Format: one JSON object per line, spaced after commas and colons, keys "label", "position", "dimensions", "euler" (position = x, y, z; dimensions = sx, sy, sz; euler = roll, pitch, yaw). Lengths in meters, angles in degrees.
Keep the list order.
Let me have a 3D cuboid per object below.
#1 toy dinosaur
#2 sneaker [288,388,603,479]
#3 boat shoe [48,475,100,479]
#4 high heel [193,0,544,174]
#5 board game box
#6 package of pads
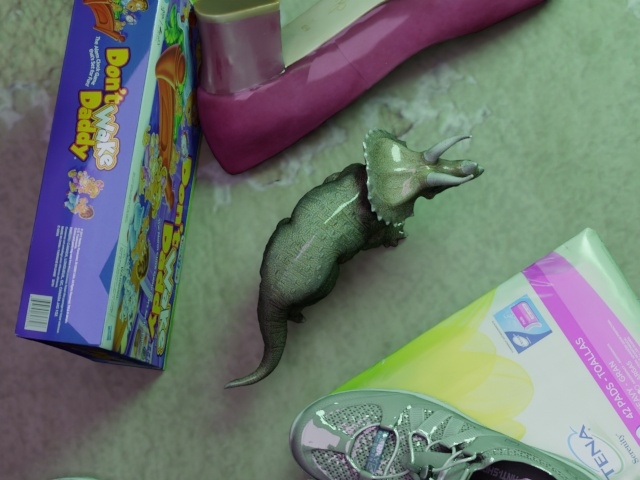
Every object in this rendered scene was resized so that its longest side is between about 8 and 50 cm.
{"label": "toy dinosaur", "position": [0.000, 0.000, 1.338], "dimensions": [0.313, 0.160, 0.121], "euler": [-40, 78, -2]}
{"label": "sneaker", "position": [0.107, 0.186, 1.213], "dimensions": [0.281, 0.115, 0.105], "euler": [12, 84, 12]}
{"label": "boat shoe", "position": [-0.301, 0.278, 1.370], "dimensions": [0.219, 0.070, 0.077], "euler": [-18, 79, 3]}
{"label": "high heel", "position": [0.061, -0.183, 1.419], "dimensions": [0.377, 0.181, 0.127], "euler": [-10, 35, -7]}
{"label": "board game box", "position": [-0.178, -0.065, 1.333], "dimensions": [0.078, 0.233, 0.347], "euler": [7, 81, 8]}
{"label": "package of pads", "position": [0.184, 0.164, 1.317], "dimensions": [0.296, 0.101, 0.229], "euler": [-33, 78, 3]}
